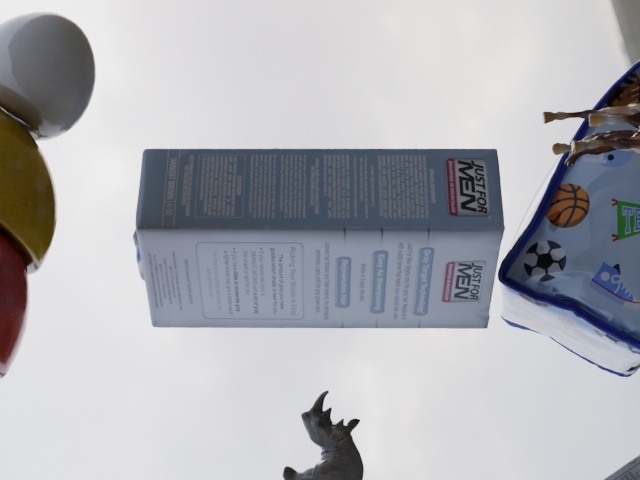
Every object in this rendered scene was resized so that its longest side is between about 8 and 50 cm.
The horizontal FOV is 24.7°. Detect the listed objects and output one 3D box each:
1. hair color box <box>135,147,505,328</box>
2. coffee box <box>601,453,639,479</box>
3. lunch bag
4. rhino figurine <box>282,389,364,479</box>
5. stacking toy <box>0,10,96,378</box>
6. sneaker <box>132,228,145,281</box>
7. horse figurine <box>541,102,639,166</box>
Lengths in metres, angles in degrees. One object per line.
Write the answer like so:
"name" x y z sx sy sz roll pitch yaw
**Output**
"hair color box" 0.000 0.000 1.571 0.185 0.375 0.113 90 -179 -53
"coffee box" 0.463 0.557 2.115 0.338 0.334 0.337 48 150 26
"lunch bag" 0.386 -0.051 1.728 0.385 0.239 0.328 -63 -9 -7
"rhino figurine" 0.010 0.320 1.934 0.073 0.106 0.243 15 -108 -56
"stacking toy" -0.349 -0.013 1.304 0.480 0.351 0.350 -58 -36 -18
"sneaker" -0.181 0.029 1.821 0.152 0.058 0.084 37 -151 -51
"horse figurine" 0.318 -0.103 1.421 0.263 0.175 0.066 -150 60 -83
